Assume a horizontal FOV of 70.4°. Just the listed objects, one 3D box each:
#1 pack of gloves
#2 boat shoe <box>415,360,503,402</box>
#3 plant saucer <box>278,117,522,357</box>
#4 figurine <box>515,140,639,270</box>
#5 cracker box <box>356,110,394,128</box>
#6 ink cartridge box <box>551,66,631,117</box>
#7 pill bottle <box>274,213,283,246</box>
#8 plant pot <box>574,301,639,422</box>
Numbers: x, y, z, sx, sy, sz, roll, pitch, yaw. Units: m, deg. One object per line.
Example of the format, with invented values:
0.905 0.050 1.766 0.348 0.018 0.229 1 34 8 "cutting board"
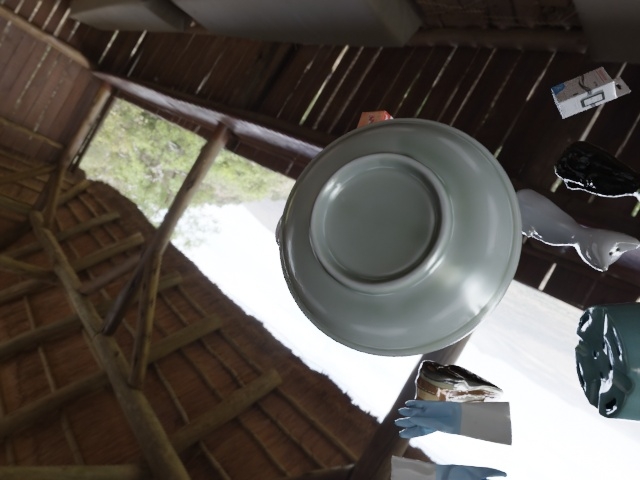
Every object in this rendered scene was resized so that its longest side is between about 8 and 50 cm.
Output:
0.236 0.393 0.853 0.232 0.195 0.046 -11 138 30 "pack of gloves"
0.353 0.399 1.187 0.324 0.119 0.123 22 -179 -35 "boat shoe"
0.098 -0.021 0.710 0.401 0.400 0.100 29 180 25 "plant saucer"
0.446 -0.054 0.739 0.092 0.215 0.209 52 176 -34 "figurine"
0.157 -0.160 1.011 0.067 0.155 0.232 12 169 45 "cracker box"
0.369 -0.206 0.622 0.083 0.048 0.028 -19 128 26 "ink cartridge box"
0.000 0.000 0.994 0.180 0.107 0.108 23 176 28 "pill bottle"
0.797 0.274 1.020 0.335 0.340 0.341 -1 175 6 "plant pot"
